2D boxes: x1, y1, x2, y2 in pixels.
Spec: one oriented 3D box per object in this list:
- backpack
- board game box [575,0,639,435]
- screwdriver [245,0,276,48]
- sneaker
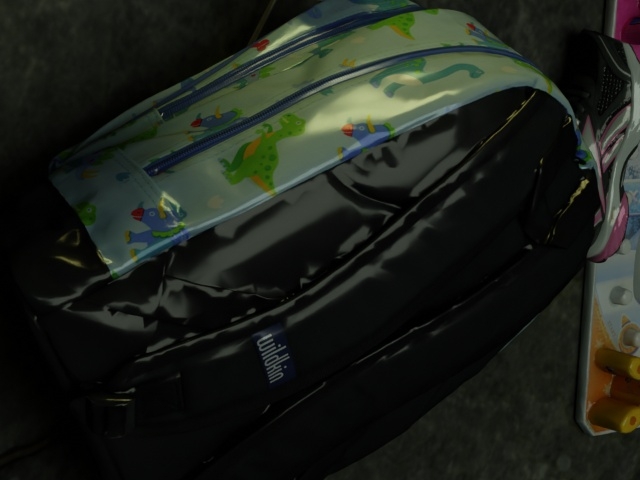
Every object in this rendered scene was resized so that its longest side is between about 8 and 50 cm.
[{"bbox_3d":[0.000,0.000,1.120,0.355,0.273,0.290,-25,129,-2],"label":"backpack"},{"bbox_3d":[0.383,-0.042,1.528,0.390,0.050,0.390,-4,102,-36],"label":"board game box"},{"bbox_3d":[-0.048,-0.118,1.196,0.025,0.024,0.170,32,82,-8],"label":"screwdriver"},{"bbox_3d":[0.195,-0.072,1.368,0.077,0.072,0.178,2,93,-27],"label":"sneaker"}]
